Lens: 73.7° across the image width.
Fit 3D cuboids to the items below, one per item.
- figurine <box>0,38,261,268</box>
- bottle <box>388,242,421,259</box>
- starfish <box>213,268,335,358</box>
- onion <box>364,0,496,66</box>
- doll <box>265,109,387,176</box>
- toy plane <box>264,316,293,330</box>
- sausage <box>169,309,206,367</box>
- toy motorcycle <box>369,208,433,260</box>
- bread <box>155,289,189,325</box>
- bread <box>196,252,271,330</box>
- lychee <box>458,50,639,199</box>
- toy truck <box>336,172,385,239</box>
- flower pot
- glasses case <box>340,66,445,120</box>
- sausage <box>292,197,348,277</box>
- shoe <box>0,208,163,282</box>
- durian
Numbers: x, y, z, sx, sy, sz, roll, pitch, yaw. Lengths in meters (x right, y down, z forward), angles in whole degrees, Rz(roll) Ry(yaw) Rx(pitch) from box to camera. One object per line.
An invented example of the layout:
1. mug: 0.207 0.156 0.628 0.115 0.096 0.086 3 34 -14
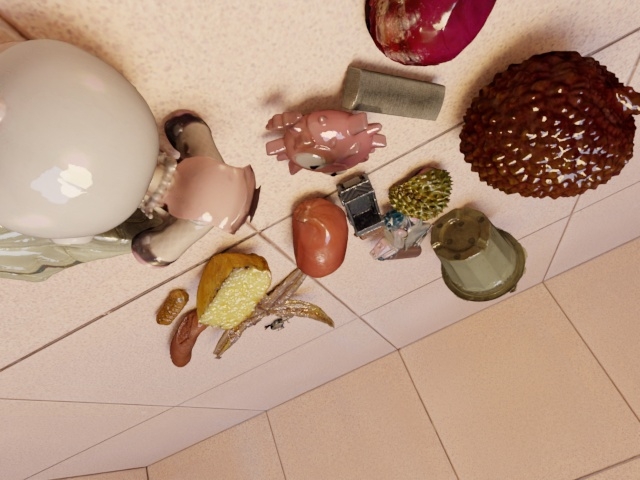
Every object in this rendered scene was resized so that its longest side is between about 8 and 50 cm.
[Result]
1. figurine: -0.279 -0.115 0.569 0.211 0.253 0.361 -11 160 41
2. bottle: 0.268 0.035 1.406 0.140 0.053 0.053 -4 146 -33
3. starfish: -0.159 0.223 1.345 0.398 0.132 0.383 -3 140 -7
4. onion: 0.185 -0.338 0.636 0.218 0.139 0.195 6 134 -48
5. doll: 0.008 -0.181 0.788 0.211 0.093 0.262 -16 166 30
6. toy plane: -0.150 0.306 1.590 0.121 0.031 0.049 -28 143 15
7. sausage: -0.419 0.308 1.345 0.087 0.079 0.326 -2 144 -33
8. toy motorcycle: 0.211 -0.035 1.198 0.204 0.108 0.239 9 113 -52
9. bread: -0.409 0.187 1.178 0.052 0.044 0.157 8 139 -39
10. bread: -0.228 0.109 1.079 0.143 0.139 0.229 13 124 -44
11. lychee: 0.452 -0.221 0.855 0.306 0.305 0.330 4 165 -40
12. toy truck: 0.099 -0.079 1.035 0.083 0.092 0.192 -24 146 2
13. flower pot: 0.486 0.030 1.384 0.290 0.290 0.259 -34 137 19
14. glasses case: 0.137 -0.264 0.779 0.205 0.047 0.070 -4 116 -33
15. sausage: 0.000 0.000 1.059 0.148 0.148 0.254 -14 151 -16
16. shoe: -0.457 -0.007 0.735 0.342 0.132 0.210 2 147 -33
17. durian: 0.270 -0.123 1.069 0.187 0.119 0.108 -12 154 -17
